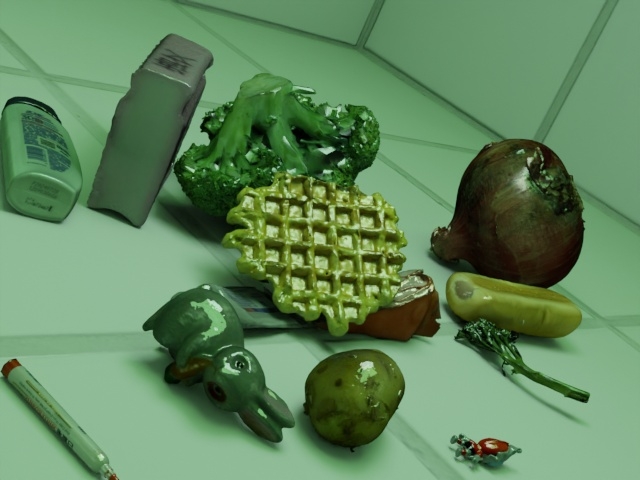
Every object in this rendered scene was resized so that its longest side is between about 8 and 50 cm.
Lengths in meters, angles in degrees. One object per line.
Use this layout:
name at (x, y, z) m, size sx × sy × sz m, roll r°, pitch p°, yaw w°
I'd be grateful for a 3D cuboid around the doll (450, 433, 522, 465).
doll at (0.249, 0.314, 1.480) m, size 0.114 × 0.039 × 0.057 m, roll 9°, pitch -3°, yaw -18°

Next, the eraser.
eraser at (-0.302, -0.215, 1.826) m, size 0.122 × 0.272 × 0.359 m, roll 20°, pitch 19°, yaw -7°

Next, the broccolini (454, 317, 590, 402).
broccolini at (0.384, 0.223, 1.831) m, size 0.271 × 0.062 × 0.123 m, roll 31°, pitch 35°, yaw 32°

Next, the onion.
onion at (0.436, -0.056, 2.195) m, size 0.353 × 0.354 × 0.354 m, roll 22°, pitch 20°, yaw -8°

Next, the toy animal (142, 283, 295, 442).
toy animal at (-0.128, 0.158, 1.309) m, size 0.236 × 0.138 × 0.108 m, roll 33°, pitch -13°, yaw 31°

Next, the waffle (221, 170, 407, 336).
waffle at (-0.001, 0.002, 1.662) m, size 0.311 × 0.060 × 0.307 m, roll 38°, pitch 54°, yaw -2°

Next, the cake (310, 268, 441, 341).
cake at (0.088, 0.107, 1.719) m, size 0.287 × 0.135 × 0.098 m, roll 2°, pitch 43°, yaw -27°

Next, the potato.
potato at (0.048, 0.210, 1.380) m, size 0.137 × 0.137 × 0.176 m, roll 26°, pitch 18°, yaw 3°

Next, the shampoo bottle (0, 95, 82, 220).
shampoo bottle at (-0.483, -0.148, 1.722) m, size 0.134 × 0.078 × 0.359 m, roll 19°, pitch 20°, yaw -27°

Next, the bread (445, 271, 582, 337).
bread at (0.390, 0.137, 2.007) m, size 0.305 × 0.091 × 0.142 m, roll 12°, pitch 22°, yaw -32°

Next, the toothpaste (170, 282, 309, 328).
toothpaste at (-0.131, 0.103, 1.546) m, size 0.282 × 0.068 × 0.099 m, roll 10°, pitch 53°, yaw -59°

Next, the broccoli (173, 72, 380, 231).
broccoli at (-0.085, -0.164, 1.889) m, size 0.413 × 0.310 × 0.321 m, roll -18°, pitch 3°, yaw -15°

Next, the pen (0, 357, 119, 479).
pen at (-0.295, 0.207, 1.130) m, size 0.218 × 0.026 × 0.026 m, roll 37°, pitch 23°, yaw 29°
